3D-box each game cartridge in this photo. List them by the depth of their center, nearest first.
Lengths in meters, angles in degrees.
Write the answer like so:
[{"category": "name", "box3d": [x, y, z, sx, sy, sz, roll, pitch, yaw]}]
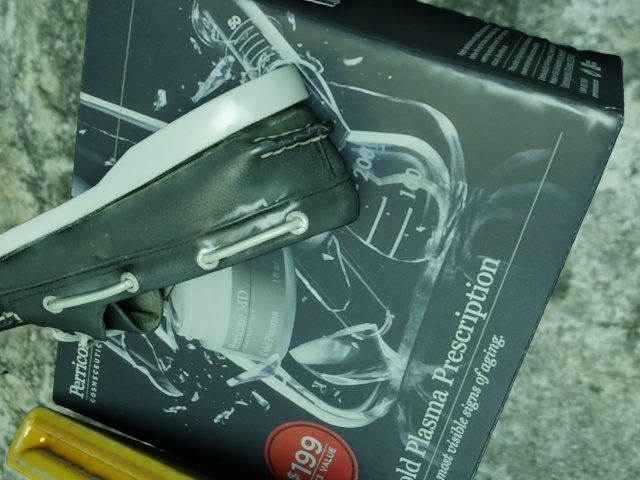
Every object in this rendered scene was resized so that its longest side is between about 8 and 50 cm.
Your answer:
[{"category": "game cartridge", "box3d": [-0.024, 0.221, 0.599, 0.285, 0.323, 0.053, 11, 73, 37]}]

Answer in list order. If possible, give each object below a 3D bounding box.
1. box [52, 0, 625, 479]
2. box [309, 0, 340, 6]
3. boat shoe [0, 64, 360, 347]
[{"category": "box", "box3d": [0.000, 0.000, 0.577, 0.312, 0.179, 0.343, 20, 117, 12]}, {"category": "box", "box3d": [0.002, -0.285, 0.416, 0.103, 0.184, 0.261, 13, 129, 11]}, {"category": "boat shoe", "box3d": [-0.118, 0.013, 0.458, 0.302, 0.114, 0.091, -27, 95, 29]}]
